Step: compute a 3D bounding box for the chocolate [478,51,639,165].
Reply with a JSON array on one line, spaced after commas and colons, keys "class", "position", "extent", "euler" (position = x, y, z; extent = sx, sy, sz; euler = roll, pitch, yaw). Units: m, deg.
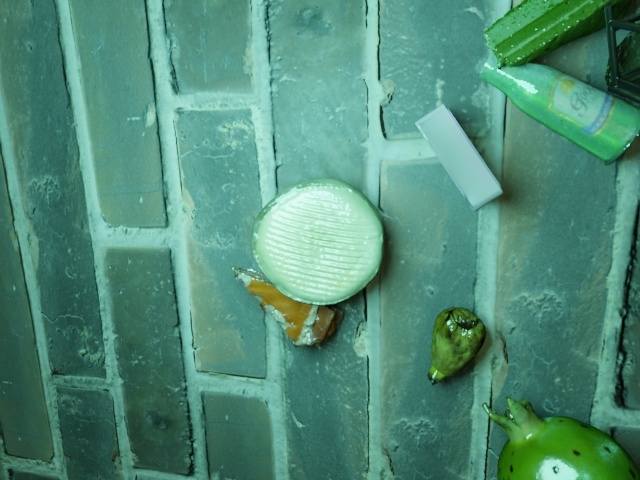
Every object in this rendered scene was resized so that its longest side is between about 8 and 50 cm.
[{"class": "chocolate", "position": [0.436, -0.262, 0.757], "extent": [0.291, 0.110, 0.110], "euler": [33, 107, 8]}]

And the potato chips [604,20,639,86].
[{"class": "potato chips", "position": [0.607, -0.357, 0.713], "extent": [0.229, 0.059, 0.166], "euler": [-8, 107, 5]}]

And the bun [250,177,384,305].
[{"class": "bun", "position": [0.000, 0.000, 0.889], "extent": [0.288, 0.146, 0.287], "euler": [2, 101, 9]}]

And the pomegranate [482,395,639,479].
[{"class": "pomegranate", "position": [0.476, 0.469, 0.833], "extent": [0.340, 0.260, 0.260], "euler": [48, 108, 14]}]

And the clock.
[{"class": "clock", "position": [0.265, -0.162, 0.789], "extent": [0.063, 0.150, 0.197], "euler": [-34, 92, 21]}]

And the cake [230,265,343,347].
[{"class": "cake", "position": [-0.094, 0.151, 0.967], "extent": [0.288, 0.098, 0.135], "euler": [31, 107, 5]}]

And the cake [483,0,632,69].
[{"class": "cake", "position": [0.407, -0.398, 0.697], "extent": [0.236, 0.099, 0.100], "euler": [-24, 72, 5]}]

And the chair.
[{"class": "chair", "position": [0.568, -0.266, 0.645], "extent": [0.142, 0.154, 0.260], "euler": [-22, 120, 16]}]

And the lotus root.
[{"class": "lotus root", "position": [0.290, 0.234, 0.902], "extent": [0.108, 0.095, 0.190], "euler": [30, 117, 30]}]
